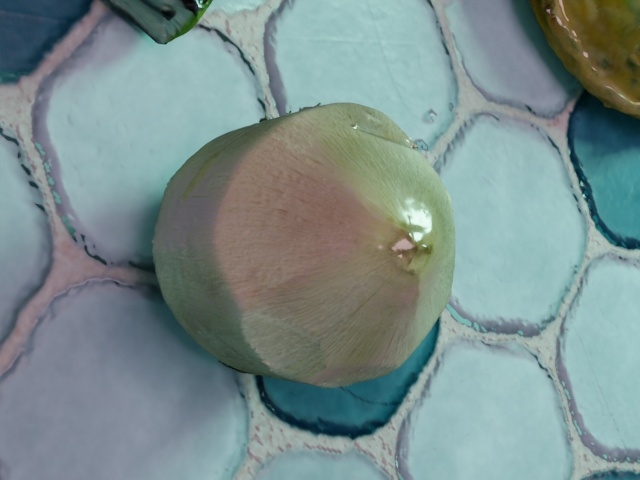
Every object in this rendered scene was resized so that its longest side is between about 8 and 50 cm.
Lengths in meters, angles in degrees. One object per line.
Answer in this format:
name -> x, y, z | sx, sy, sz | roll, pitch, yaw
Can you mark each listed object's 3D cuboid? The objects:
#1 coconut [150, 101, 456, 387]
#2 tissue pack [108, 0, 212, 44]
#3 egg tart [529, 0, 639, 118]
coconut -> 0.000, 0.000, 0.674 | 0.171, 0.183, 0.170 | 4, 83, -38
tissue pack -> -0.092, -0.265, 0.720 | 0.173, 0.073, 0.235 | 40, 62, -24
egg tart -> 0.292, -0.250, 0.964 | 0.315, 0.120, 0.314 | 7, 79, -36
